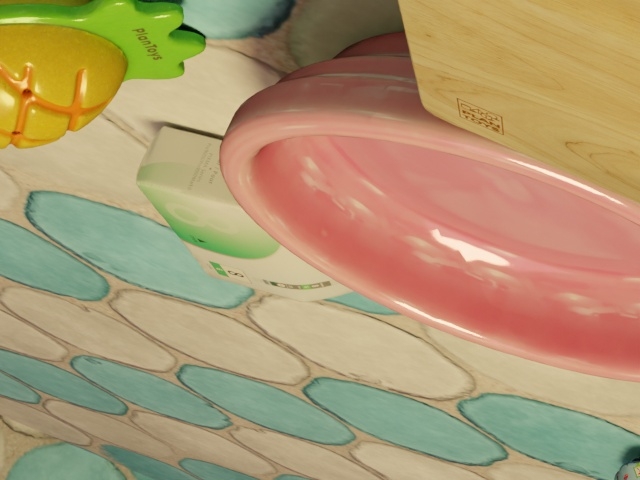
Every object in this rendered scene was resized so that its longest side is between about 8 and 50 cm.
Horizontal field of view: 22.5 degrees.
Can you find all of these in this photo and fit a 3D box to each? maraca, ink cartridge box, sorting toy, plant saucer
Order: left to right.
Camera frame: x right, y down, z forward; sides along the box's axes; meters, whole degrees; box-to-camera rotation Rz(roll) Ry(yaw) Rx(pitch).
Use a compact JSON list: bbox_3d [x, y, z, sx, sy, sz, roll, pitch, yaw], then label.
[{"bbox_3d":[-0.163,-0.109,0.954,0.186,0.099,0.127,-10,163,11],"label":"maraca"},{"bbox_3d":[0.000,0.000,1.147,0.225,0.056,0.181,17,162,20],"label":"ink cartridge box"},{"bbox_3d":[0.109,-0.019,0.910,0.332,0.084,0.332,20,163,6],"label":"plant saucer"},{"bbox_3d":[0.162,-0.084,0.608,0.257,0.089,0.255,25,168,15],"label":"sorting toy"}]

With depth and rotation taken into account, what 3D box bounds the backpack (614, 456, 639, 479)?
[{"bbox_3d":[0.337,0.268,1.436,0.173,0.117,0.158,22,161,9],"label":"backpack"}]
